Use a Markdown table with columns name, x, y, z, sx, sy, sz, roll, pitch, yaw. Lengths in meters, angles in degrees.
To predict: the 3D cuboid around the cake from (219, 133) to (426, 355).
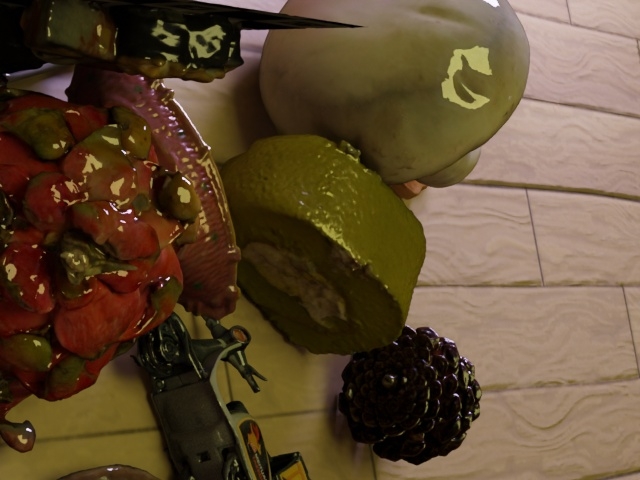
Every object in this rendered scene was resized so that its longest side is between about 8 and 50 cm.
| name | x | y | z | sx | sy | sz | roll | pitch | yaw |
| --- | --- | --- | --- | --- | --- | --- | --- | --- | --- |
| cake | 0.000 | 0.000 | 1.881 | 0.260 | 0.179 | 0.156 | 48 | 42 | -34 |

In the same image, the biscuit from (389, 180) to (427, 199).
| name | x | y | z | sx | sy | sz | roll | pitch | yaw |
| --- | --- | --- | --- | --- | --- | --- | --- | --- | --- |
| biscuit | 0.118 | -0.161 | 2.233 | 0.144 | 0.040 | 0.236 | 35 | 53 | -33 |

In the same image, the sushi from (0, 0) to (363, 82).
| name | x | y | z | sx | sy | sz | roll | pitch | yaw |
| --- | --- | --- | --- | --- | --- | --- | --- | --- | --- |
| sushi | -0.202 | -0.172 | 1.488 | 0.343 | 0.359 | 0.064 | 2 | 94 | -44 |

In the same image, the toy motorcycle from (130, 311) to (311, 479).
| name | x | y | z | sx | sy | sz | roll | pitch | yaw |
| --- | --- | --- | --- | --- | --- | --- | --- | --- | --- |
| toy motorcycle | -0.106 | 0.181 | 1.747 | 0.157 | 0.091 | 0.263 | -30 | 100 | -57 |

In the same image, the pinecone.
| name | x | y | z | sx | sy | sz | roll | pitch | yaw |
| --- | --- | --- | --- | --- | --- | --- | --- | --- | --- |
| pinecone | 0.113 | 0.187 | 1.998 | 0.165 | 0.163 | 0.163 | 38 | 47 | -62 |

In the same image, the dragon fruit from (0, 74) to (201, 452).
| name | x | y | z | sx | sy | sz | roll | pitch | yaw |
| --- | --- | --- | --- | --- | --- | --- | --- | --- | --- |
| dragon fruit | -0.227 | -0.008 | 1.496 | 0.314 | 0.263 | 0.296 | 59 | 37 | -21 |

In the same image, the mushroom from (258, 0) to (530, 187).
| name | x | y | z | sx | sy | sz | roll | pitch | yaw |
| --- | --- | --- | --- | --- | --- | --- | --- | --- | --- |
| mushroom | 0.100 | -0.211 | 1.989 | 0.356 | 0.315 | 0.315 | -24 | 97 | -58 |

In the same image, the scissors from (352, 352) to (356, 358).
| name | x | y | z | sx | sy | sz | roll | pitch | yaw |
| --- | --- | --- | --- | --- | --- | --- | --- | --- | --- |
| scissors | 0.052 | 0.117 | 2.059 | 0.036 | 0.006 | 0.083 | 33 | 52 | -46 |

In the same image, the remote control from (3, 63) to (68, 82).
| name | x | y | z | sx | sy | sz | roll | pitch | yaw |
| --- | --- | --- | --- | --- | --- | --- | --- | --- | --- |
| remote control | -0.252 | -0.215 | 1.742 | 0.261 | 0.029 | 0.067 | -26 | 100 | -55 |

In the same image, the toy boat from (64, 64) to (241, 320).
| name | x | y | z | sx | sy | sz | roll | pitch | yaw |
| --- | --- | --- | --- | --- | --- | --- | --- | --- | --- |
| toy boat | -0.171 | -0.062 | 1.702 | 0.318 | 0.141 | 0.099 | 64 | 5 | -1 |

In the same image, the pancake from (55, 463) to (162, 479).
| name | x | y | z | sx | sy | sz | roll | pitch | yaw |
| --- | --- | --- | --- | --- | --- | --- | --- | --- | --- |
| pancake | -0.201 | 0.330 | 1.590 | 0.250 | 0.031 | 0.250 | 13 | 72 | -46 |
